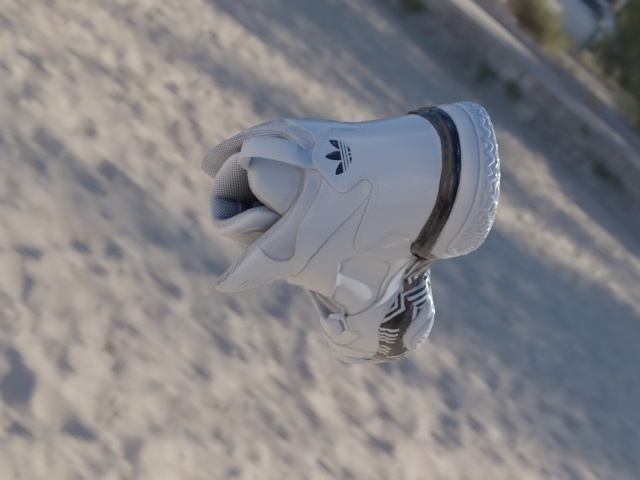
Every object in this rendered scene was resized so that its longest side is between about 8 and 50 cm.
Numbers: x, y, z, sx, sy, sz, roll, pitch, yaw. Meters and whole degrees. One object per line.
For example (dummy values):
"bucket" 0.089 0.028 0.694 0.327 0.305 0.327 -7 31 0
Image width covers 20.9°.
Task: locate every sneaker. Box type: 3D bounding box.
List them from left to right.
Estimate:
"sneaker" 0.000 0.000 1.437 0.210 0.366 0.137 0 64 -15
